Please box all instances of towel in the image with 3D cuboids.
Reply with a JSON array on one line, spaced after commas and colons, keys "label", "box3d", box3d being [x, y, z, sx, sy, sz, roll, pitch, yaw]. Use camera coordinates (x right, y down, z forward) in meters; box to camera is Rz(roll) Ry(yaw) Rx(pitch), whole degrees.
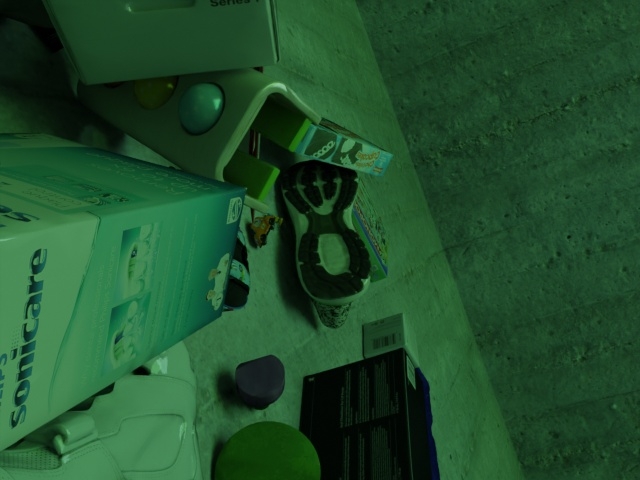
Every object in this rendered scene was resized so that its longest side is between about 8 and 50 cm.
[{"label": "towel", "box3d": [0.217, 0.415, 1.523, 0.227, 0.076, 0.308, 55, 24, -37]}]

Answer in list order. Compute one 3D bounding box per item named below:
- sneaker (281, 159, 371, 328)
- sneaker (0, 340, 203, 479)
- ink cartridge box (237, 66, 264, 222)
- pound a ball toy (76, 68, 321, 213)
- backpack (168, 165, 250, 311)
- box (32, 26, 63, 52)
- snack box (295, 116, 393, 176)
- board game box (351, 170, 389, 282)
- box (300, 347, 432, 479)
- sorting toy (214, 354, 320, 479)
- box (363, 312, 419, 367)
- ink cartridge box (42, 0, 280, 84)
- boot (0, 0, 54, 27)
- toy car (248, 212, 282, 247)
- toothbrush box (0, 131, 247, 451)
[{"label": "sneaker", "box3d": [0.000, 0.000, 1.318, 0.182, 0.158, 0.410, 96, -7, -46]}, {"label": "sneaker", "box3d": [-0.204, 0.149, 0.522, 0.366, 0.138, 0.210, 47, 28, -60]}, {"label": "ink cartridge box", "box3d": [-0.123, -0.219, 0.986, 0.296, 0.066, 0.261, 100, -11, -48]}, {"label": "pound a ball toy", "box3d": [-0.147, -0.196, 0.757, 0.319, 0.208, 0.136, 32, 2, 34]}, {"label": "backpack", "box3d": [-0.161, 0.017, 0.794, 0.173, 0.117, 0.158, 34, 39, -60]}, {"label": "box", "box3d": [-0.336, -0.383, 0.754, 0.290, 0.087, 0.169, 58, 22, -34]}, {"label": "snack box", "box3d": [-0.008, -0.206, 1.301, 0.187, 0.060, 0.322, 34, 14, 27]}, {"label": "board game box", "box3d": [0.094, -0.077, 1.725, 0.317, 0.046, 0.213, 61, 20, -25]}, {"label": "box", "box3d": [0.068, 0.314, 1.033, 0.261, 0.184, 0.103, -85, 152, -51]}, {"label": "sorting toy", "box3d": [-0.063, 0.330, 0.833, 0.126, 0.127, 0.365, 95, -11, -54]}, {"label": "box", "box3d": [0.158, 0.234, 1.497, 0.087, 0.101, 0.102, 58, 22, -34]}, {"label": "ink cartridge box", "box3d": [-0.151, -0.298, 0.691, 0.117, 0.202, 0.278, 83, 0, -52]}, {"label": "boot", "box3d": [-0.328, -0.176, 0.576, 0.338, 0.118, 0.222, -2, 82, -69]}, {"label": "toy car", "box3d": [-0.100, -0.021, 1.165, 0.041, 0.060, 0.122, 26, 2, 1]}, {"label": "toothbrush box", "box3d": [-0.213, 0.007, 0.462, 0.295, 0.217, 0.126, -29, 133, -70]}]
